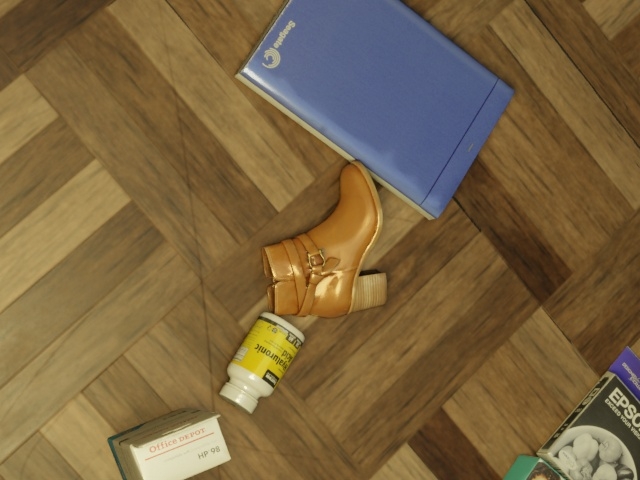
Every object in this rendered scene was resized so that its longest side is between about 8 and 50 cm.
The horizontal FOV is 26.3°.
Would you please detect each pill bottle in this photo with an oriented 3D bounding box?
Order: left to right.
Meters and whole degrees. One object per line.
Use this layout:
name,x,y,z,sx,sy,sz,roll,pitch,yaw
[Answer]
pill bottle,-0.074,0.151,1.678,0.065,0.065,0.116,35,76,-14

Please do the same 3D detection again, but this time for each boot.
boot,0.000,0.000,1.715,0.152,0.073,0.197,-5,85,-16

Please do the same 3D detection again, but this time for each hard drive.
hard drive,0.075,-0.203,1.772,0.319,0.040,0.210,36,76,-14

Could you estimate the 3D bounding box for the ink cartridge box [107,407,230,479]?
ink cartridge box,-0.172,0.241,1.575,0.104,0.180,0.060,-20,92,-19

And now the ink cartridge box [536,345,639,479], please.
ink cartridge box,0.426,0.285,1.854,0.206,0.045,0.208,48,71,-10

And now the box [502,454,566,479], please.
box,0.239,0.405,1.770,0.100,0.060,0.244,41,74,-12
